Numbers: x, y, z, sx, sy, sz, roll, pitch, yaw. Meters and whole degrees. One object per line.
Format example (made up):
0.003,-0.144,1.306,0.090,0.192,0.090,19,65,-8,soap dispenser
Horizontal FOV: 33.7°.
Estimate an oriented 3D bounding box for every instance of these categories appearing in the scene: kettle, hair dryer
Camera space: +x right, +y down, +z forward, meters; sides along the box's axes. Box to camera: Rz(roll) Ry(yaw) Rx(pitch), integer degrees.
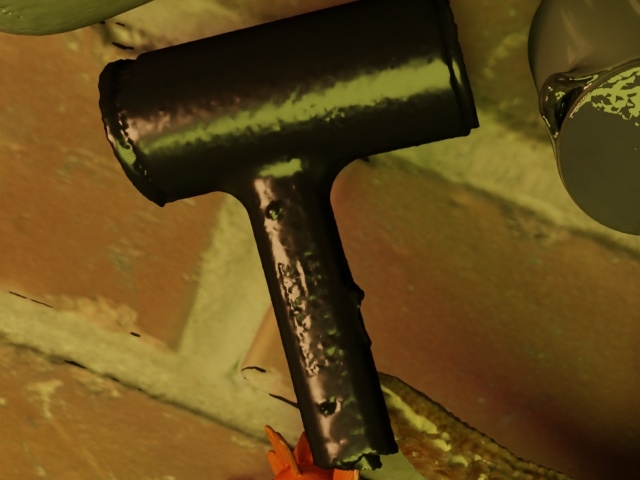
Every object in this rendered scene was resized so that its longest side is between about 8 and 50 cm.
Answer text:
0.164,-0.065,0.528,0.098,0.148,0.127,-29,112,21,kettle
0.000,0.000,0.577,0.197,0.089,0.251,-13,85,12,hair dryer

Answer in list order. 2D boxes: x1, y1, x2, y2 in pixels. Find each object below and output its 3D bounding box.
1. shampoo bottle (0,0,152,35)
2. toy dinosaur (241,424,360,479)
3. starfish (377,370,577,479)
-0.113,-0.240,0.369,0.317,0.322,0.322,-18,115,11,shampoo bottle
-0.003,0.170,0.649,0.070,0.288,0.117,-16,110,-22,toy dinosaur
0.213,0.181,0.684,0.398,0.132,0.384,-15,112,12,starfish
